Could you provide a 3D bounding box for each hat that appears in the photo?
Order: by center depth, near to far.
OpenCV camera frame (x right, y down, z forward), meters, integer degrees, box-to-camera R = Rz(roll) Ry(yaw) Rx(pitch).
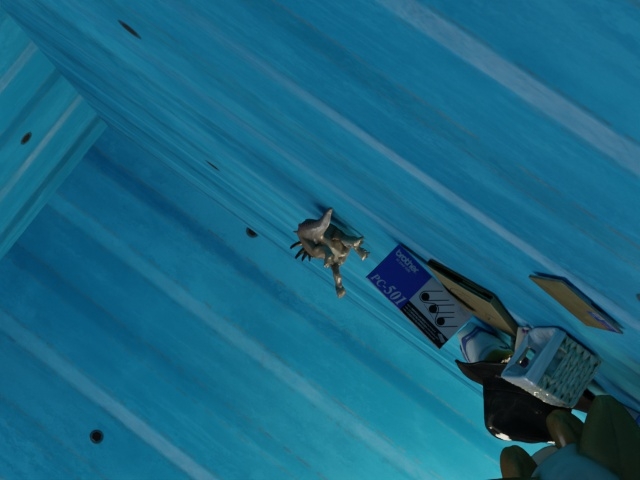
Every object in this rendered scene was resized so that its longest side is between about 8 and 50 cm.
[{"bbox_3d":[0.414,0.351,1.946,0.331,0.133,0.331,18,166,5],"label":"hat"}]

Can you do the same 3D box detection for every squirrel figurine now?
[{"bbox_3d":[0.471,0.484,1.600,0.397,0.281,0.370,46,173,19],"label":"squirrel figurine"}]

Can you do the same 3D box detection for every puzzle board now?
[{"bbox_3d":[0.374,0.091,1.385,0.128,0.011,0.096,38,172,-15],"label":"puzzle board"}]

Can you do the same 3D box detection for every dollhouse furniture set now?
[{"bbox_3d":[0.426,0.197,1.815,0.114,0.081,0.091,9,-158,7],"label":"dollhouse furniture set"}]

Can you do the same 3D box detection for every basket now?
[{"bbox_3d":[0.412,0.229,1.692,0.103,0.113,0.167,35,173,1],"label":"basket"}]

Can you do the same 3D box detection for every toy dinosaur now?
[{"bbox_3d":[0.000,0.000,2.211,0.200,0.127,0.295,41,170,30],"label":"toy dinosaur"}]

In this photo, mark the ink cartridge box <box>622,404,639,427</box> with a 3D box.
[{"bbox_3d":[0.619,0.432,1.897,0.191,0.139,0.082,40,170,-33],"label":"ink cartridge box"}]

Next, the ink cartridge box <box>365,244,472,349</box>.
[{"bbox_3d":[0.199,0.114,1.915,0.207,0.097,0.046,45,179,1],"label":"ink cartridge box"}]

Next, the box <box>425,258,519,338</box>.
[{"bbox_3d":[0.306,0.119,1.866,0.164,0.021,0.201,31,172,39],"label":"box"}]

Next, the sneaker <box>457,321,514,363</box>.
[{"bbox_3d":[0.390,0.266,2.188,0.131,0.112,0.296,49,175,27],"label":"sneaker"}]

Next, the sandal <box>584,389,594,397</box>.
[{"bbox_3d":[0.528,0.319,2.009,0.179,0.040,0.067,37,173,-2],"label":"sandal"}]
